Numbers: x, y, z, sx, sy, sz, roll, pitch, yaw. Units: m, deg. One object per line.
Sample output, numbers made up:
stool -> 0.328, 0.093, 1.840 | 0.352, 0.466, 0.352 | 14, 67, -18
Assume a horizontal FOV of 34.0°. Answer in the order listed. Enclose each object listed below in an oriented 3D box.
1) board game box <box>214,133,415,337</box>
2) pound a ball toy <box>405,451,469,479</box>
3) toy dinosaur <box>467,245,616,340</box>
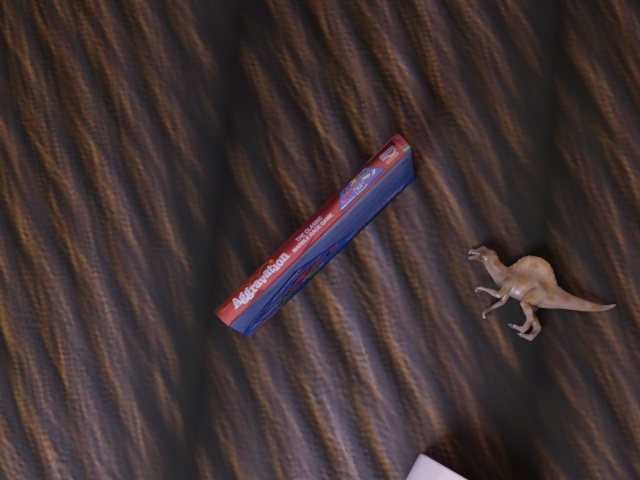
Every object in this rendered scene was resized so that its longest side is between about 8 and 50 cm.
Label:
board game box -> 0.000, 0.000, 1.209 | 0.281, 0.145, 0.027 | -44, 77, -3
pound a ball toy -> 0.053, 0.383, 1.146 | 0.208, 0.136, 0.319 | 29, 84, 9
toy dinosaur -> 0.249, 0.066, 1.221 | 0.183, 0.053, 0.093 | 25, 83, 9
